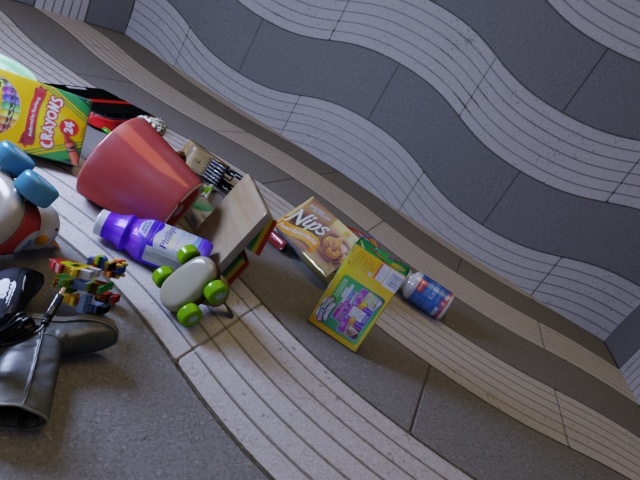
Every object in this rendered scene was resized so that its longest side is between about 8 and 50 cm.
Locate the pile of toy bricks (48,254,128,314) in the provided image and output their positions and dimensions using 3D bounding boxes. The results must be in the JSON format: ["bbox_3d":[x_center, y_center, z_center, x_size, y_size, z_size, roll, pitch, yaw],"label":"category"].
[{"bbox_3d":[-0.464,0.079,0.947,0.105,0.118,0.212,16,2,-2],"label":"pile of toy bricks"}]

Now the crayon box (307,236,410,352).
[{"bbox_3d":[0.104,0.152,1.363,0.165,0.278,0.081,33,21,7],"label":"crayon box"}]

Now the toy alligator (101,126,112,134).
[{"bbox_3d":[-0.709,-0.348,1.771,0.190,0.056,0.051,32,-21,5],"label":"toy alligator"}]

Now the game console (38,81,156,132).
[{"bbox_3d":[-0.888,-0.538,1.987,0.342,0.060,0.386,28,18,8],"label":"game console"}]

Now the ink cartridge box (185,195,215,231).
[{"bbox_3d":[-0.339,-0.074,1.625,0.225,0.056,0.181,8,29,-44],"label":"ink cartridge box"}]

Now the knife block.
[{"bbox_3d":[-0.429,-0.287,1.953,0.242,0.088,0.276,31,6,-31],"label":"knife block"}]

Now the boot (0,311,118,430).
[{"bbox_3d":[-0.425,0.202,0.778,0.190,0.076,0.208,6,22,-24],"label":"boot"}]

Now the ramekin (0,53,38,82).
[{"bbox_3d":[-1.025,-0.466,1.446,0.303,0.148,0.303,27,20,-10],"label":"ramekin"}]

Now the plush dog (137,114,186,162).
[{"bbox_3d":[-0.527,-0.240,1.578,0.225,0.210,0.262,33,-22,-3],"label":"plush dog"}]

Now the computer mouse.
[{"bbox_3d":[-0.501,0.092,0.798,0.262,0.184,0.060,-105,176,-64],"label":"computer mouse"}]

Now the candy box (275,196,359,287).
[{"bbox_3d":[0.000,0.000,1.724,0.316,0.183,0.087,44,-18,34],"label":"candy box"}]

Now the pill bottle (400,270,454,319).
[{"bbox_3d":[0.399,0.201,1.911,0.221,0.124,0.124,33,19,9],"label":"pill bottle"}]

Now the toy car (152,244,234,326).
[{"bbox_3d":[-0.277,0.127,1.165,0.155,0.149,0.188,46,-4,29],"label":"toy car"}]

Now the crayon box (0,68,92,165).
[{"bbox_3d":[-0.825,-0.343,1.351,0.318,0.202,0.081,13,-4,-38],"label":"crayon box"}]

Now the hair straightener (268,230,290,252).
[{"bbox_3d":[-0.197,-0.029,1.756,0.230,0.047,0.089,33,-1,24],"label":"hair straightener"}]

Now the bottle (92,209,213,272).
[{"bbox_3d":[-0.420,0.006,1.232,0.283,0.092,0.118,23,36,-12],"label":"bottle"}]

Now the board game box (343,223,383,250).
[{"bbox_3d":[0.117,0.038,1.960,0.302,0.086,0.308,23,20,-18],"label":"board game box"}]

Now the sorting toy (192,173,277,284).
[{"bbox_3d":[-0.232,-0.023,1.371,0.089,0.255,0.257,37,13,-34],"label":"sorting toy"}]

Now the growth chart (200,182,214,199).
[{"bbox_3d":[-0.505,-0.212,1.773,0.237,0.021,0.172,23,22,-19],"label":"growth chart"}]

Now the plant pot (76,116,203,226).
[{"bbox_3d":[-0.480,-0.158,1.356,0.243,0.275,0.275,39,19,-5],"label":"plant pot"}]

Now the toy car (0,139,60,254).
[{"bbox_3d":[-0.604,-0.033,0.995,0.210,0.219,0.238,40,-7,26],"label":"toy car"}]
